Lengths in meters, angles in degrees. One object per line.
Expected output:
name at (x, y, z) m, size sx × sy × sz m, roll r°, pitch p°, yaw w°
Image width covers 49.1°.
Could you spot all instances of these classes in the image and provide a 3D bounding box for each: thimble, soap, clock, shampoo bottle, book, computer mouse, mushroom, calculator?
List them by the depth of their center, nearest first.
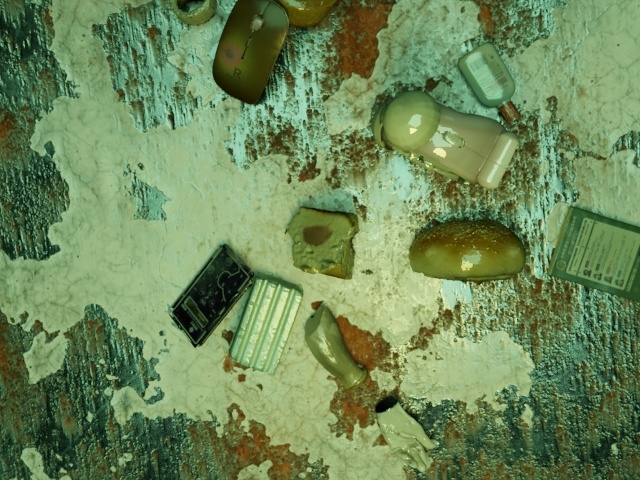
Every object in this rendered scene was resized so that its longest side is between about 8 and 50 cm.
clock at (0.297, -0.262, 1.782) m, size 0.326 × 0.342 × 0.184 m, roll 21°, pitch 90°, yaw -5°
computer mouse at (-0.189, -0.497, 1.850) m, size 0.158 × 0.072 × 0.310 m, roll 31°, pitch 131°, yaw 0°
shampoo bottle at (0.467, -0.419, 1.893) m, size 0.108 × 0.051 × 0.221 m, roll -31°, pitch 92°, yaw 5°
thimble at (-0.347, -0.647, 1.914) m, size 0.115 × 0.090 × 0.102 m, roll 3°, pitch 91°, yaw 5°
book at (0.781, 0.038, 1.920) m, size 0.264 × 0.027 × 0.202 m, roll 17°, pitch 96°, yaw 2°
mushroom at (0.033, 0.308, 1.960) m, size 0.096 × 0.108 × 0.247 m, roll -33°, pitch 89°, yaw 46°
calculator at (-0.308, 0.152, 1.966) m, size 0.166 × 0.028 × 0.274 m, roll 44°, pitch 100°, yaw 29°
soap at (-0.152, 0.228, 1.971) m, size 0.150 × 0.094 × 0.261 m, roll 20°, pitch 94°, yaw -3°

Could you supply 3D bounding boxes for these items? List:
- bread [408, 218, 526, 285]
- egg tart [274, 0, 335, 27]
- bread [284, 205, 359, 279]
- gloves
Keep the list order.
bread at (0.396, 0.030, 1.863) m, size 0.314 × 0.192 × 0.171 m, roll 0°, pitch 96°, yaw 4°
egg tart at (-0.046, -0.665, 1.831) m, size 0.215 × 0.171 × 0.215 m, roll 2°, pitch 75°, yaw -8°
bread at (-0.007, -0.002, 1.885) m, size 0.211 × 0.224 × 0.183 m, roll 16°, pitch 90°, yaw 11°
gloves at (0.238, 0.546, 1.964) m, size 0.119 × 0.097 × 0.229 m, roll -30°, pitch 87°, yaw 10°
